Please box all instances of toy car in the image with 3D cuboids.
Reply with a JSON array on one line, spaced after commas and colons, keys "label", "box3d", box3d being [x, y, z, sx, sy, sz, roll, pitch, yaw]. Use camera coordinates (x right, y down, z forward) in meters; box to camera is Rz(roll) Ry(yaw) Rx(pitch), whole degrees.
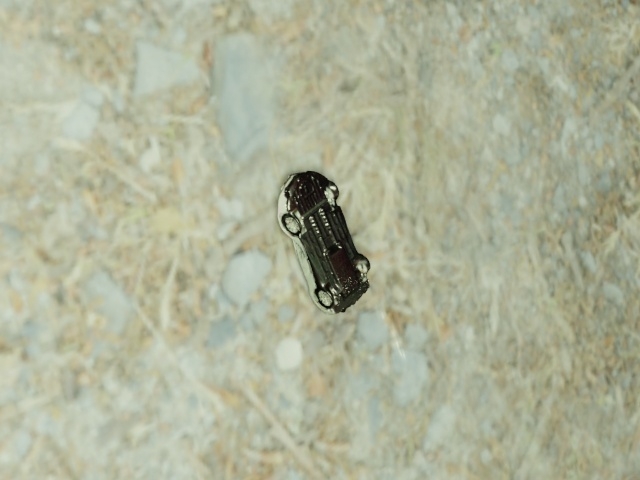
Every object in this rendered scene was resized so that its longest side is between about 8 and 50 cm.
[{"label": "toy car", "box3d": [0.000, 0.000, 0.910, 0.041, 0.025, 0.093, -38, 113, -36]}]
